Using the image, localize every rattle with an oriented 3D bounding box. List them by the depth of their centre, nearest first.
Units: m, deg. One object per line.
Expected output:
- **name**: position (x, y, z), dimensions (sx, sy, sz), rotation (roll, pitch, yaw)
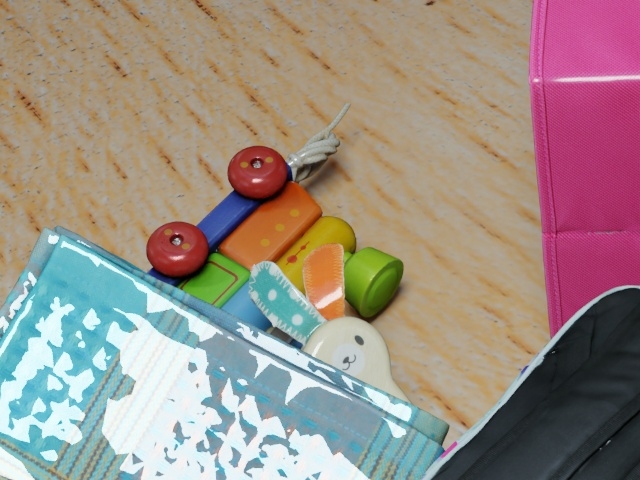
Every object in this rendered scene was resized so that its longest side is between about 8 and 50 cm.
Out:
- **rattle**: position (0.010, 0.095, 1.148), dimensions (0.130, 0.143, 0.200), rotation (3, 85, 4)

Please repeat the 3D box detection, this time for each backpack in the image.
- **backpack**: position (0.176, 0.167, 1.045), dimensions (0.225, 0.191, 0.253), rotation (25, 47, 37)

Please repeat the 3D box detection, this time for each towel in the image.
- **towel**: position (-0.124, 0.199, 1.046), dimensions (0.271, 0.040, 0.370), rotation (27, 72, 10)

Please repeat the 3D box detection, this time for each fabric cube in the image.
- **fabric cube**: position (0.276, -0.089, 1.246), dimensions (0.258, 0.259, 0.254), rotation (-1, 43, 10)

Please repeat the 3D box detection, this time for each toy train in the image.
- **toy train**: position (0.000, 0.000, 1.343), dimensions (0.143, 0.105, 0.248), rotation (30, 57, 25)
